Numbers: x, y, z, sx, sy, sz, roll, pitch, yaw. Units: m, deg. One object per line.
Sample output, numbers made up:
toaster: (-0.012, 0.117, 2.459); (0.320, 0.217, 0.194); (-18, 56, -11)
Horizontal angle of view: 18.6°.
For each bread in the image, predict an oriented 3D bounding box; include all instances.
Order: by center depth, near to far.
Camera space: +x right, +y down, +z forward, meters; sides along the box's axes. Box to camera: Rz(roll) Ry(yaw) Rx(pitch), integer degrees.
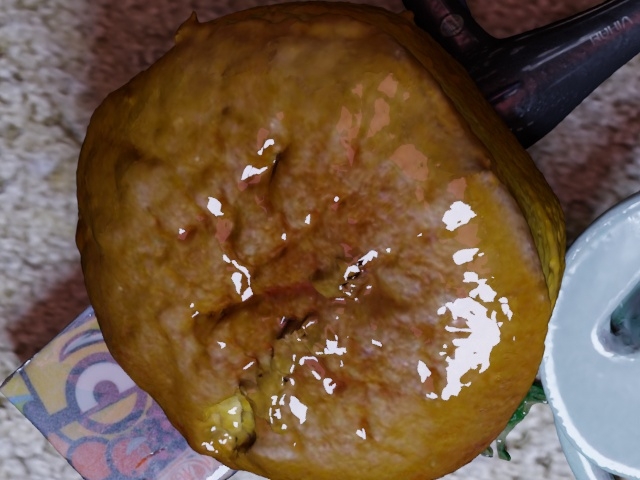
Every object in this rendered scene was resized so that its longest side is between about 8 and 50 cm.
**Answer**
bread: (0.002, 0.005, 1.180); (0.312, 0.172, 0.312); (8, 110, 23)

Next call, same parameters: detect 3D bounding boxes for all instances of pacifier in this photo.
pacifier: (0.267, 0.134, 1.165); (0.343, 0.269, 0.288); (38, 122, 3)

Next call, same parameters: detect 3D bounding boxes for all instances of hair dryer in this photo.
hair dryer: (0.098, -0.167, 1.243); (0.195, 0.075, 0.219); (-32, 84, 8)

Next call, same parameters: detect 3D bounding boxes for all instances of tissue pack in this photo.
tissue pack: (-0.120, 0.112, 1.287); (0.108, 0.060, 0.148); (-42, 93, 9)

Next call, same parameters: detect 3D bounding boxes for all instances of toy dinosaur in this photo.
toy dinosaur: (0.091, 0.109, 1.293); (0.119, 0.029, 0.060); (13, 81, 9)
